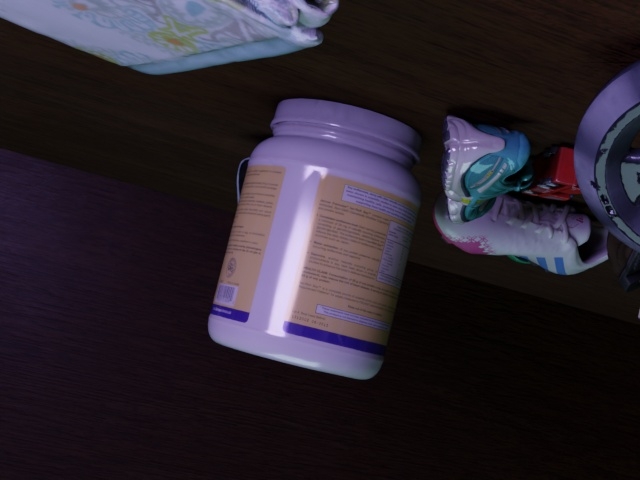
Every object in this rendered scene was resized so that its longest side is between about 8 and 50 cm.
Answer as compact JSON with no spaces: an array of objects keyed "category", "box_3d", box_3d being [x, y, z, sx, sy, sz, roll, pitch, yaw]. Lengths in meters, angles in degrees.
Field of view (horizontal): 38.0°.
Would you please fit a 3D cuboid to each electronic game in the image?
[{"category":"electronic game","box_3d":[0.321,-0.059,0.753,0.229,0.048,0.229,17,137,17]}]

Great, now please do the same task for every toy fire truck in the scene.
[{"category":"toy fire truck","box_3d":[0.335,-0.075,1.136,0.135,0.047,0.192,13,176,-4]}]

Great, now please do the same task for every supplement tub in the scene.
[{"category":"supplement tub","box_3d":[0.000,0.000,1.246,0.241,0.331,0.241,14,175,1]}]

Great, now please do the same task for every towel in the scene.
[{"category":"towel","box_3d":[-0.195,-0.228,0.699,0.320,0.090,0.374,21,172,-35]}]

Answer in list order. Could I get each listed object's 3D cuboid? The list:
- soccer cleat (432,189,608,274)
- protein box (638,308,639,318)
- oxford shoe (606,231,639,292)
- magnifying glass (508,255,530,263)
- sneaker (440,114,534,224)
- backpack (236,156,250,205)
[{"category":"soccer cleat","box_3d":[0.327,-0.028,1.444,0.331,0.116,0.143,15,159,-34]},{"category":"protein box","box_3d":[0.419,0.005,0.910,0.136,0.201,0.200,11,174,32]},{"category":"oxford shoe","box_3d":[0.458,-0.005,1.351,0.082,0.096,0.227,-24,157,-10]},{"category":"magnifying glass","box_3d":[0.408,-0.002,1.599,0.231,0.092,0.026,5,175,-21]},{"category":"sneaker","box_3d":[0.210,-0.079,1.159,0.110,0.107,0.275,3,173,11]},{"category":"backpack","box_3d":[-0.023,-0.020,1.559,0.225,0.254,0.191,10,-166,27]}]
